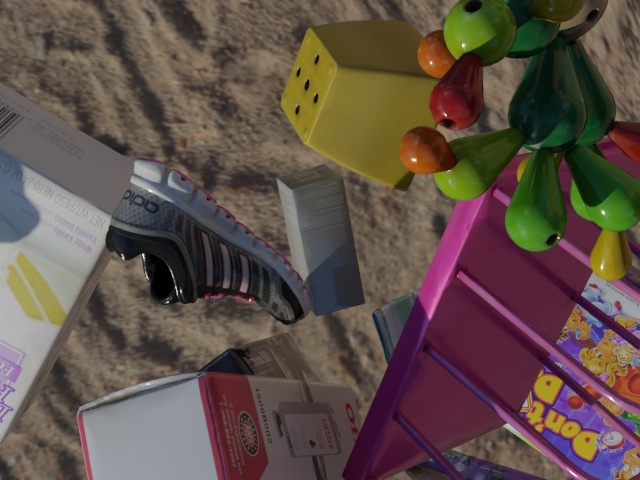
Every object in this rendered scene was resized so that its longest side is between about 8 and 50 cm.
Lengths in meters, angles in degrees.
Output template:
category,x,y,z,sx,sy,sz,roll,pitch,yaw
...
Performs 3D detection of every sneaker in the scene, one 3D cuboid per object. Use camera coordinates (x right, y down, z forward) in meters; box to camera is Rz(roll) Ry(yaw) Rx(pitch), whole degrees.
category,x,y,z,sx,sy,sz,roll,pitch,yaw
sneaker,-0.077,0.018,0.729,0.075,0.170,0.063,-54,38,-7

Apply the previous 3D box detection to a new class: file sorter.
category,x,y,z,sx,sy,sz,roll,pitch,yaw
file sorter,0.185,0.100,0.794,0.182,0.202,0.291,42,128,32

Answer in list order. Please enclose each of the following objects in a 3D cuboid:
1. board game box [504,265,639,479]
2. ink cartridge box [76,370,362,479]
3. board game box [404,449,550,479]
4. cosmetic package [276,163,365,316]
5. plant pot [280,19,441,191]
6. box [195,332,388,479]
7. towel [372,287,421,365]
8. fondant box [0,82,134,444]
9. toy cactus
category,x,y,z,sx,sy,sz,roll,pitch,yaw
board game box,0.338,0.158,1.272,0.347,0.078,0.233,34,114,14
ink cartridge box,-0.051,0.217,0.865,0.117,0.283,0.207,-19,75,20
board game box,0.300,0.417,1.815,0.346,0.208,0.056,13,63,31
cosmetic package,0.000,0.000,1.923,0.107,0.127,0.238,-17,109,-11
plant pot,0.060,-0.231,1.741,0.212,0.187,0.212,-66,31,27
box,-0.077,0.432,1.801,0.297,0.480,0.472,-37,84,6
towel,0.165,0.140,1.809,0.152,0.023,0.113,-22,102,-24
fondant box,-0.333,0.018,1.007,0.238,0.096,0.330,31,122,-5
toy cactus,0.116,-0.085,0.517,0.112,0.219,0.181,-5,70,39
